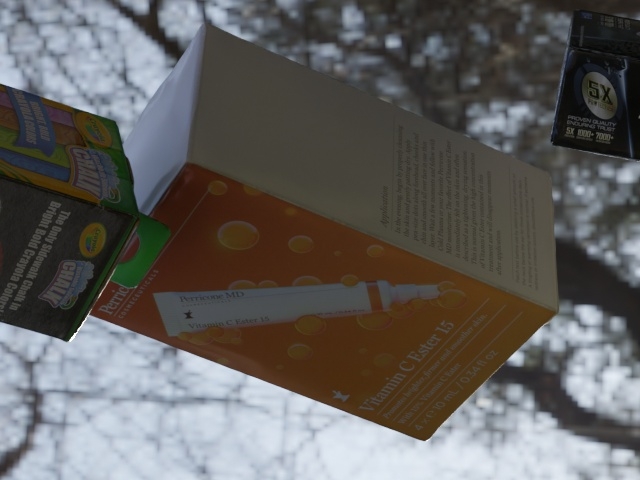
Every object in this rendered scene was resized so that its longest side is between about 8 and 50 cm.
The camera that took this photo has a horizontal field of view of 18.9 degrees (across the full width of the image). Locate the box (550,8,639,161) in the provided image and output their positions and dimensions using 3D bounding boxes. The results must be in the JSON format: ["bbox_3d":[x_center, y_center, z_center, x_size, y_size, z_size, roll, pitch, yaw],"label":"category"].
[{"bbox_3d":[0.259,-0.117,1.486,0.180,0.147,0.078,-60,-19,-71],"label":"box"}]

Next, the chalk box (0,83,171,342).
[{"bbox_3d":[-0.221,-0.023,1.445,0.213,0.132,0.132,18,-150,-28],"label":"chalk box"}]

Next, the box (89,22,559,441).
[{"bbox_3d":[0.000,0.000,1.635,0.345,0.215,0.168,22,-136,-19],"label":"box"}]
